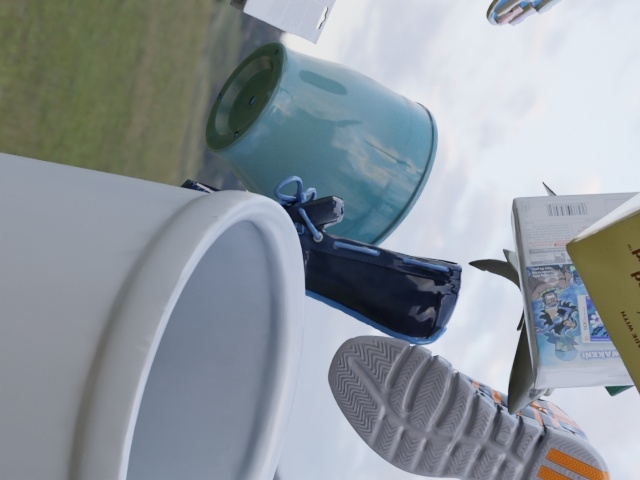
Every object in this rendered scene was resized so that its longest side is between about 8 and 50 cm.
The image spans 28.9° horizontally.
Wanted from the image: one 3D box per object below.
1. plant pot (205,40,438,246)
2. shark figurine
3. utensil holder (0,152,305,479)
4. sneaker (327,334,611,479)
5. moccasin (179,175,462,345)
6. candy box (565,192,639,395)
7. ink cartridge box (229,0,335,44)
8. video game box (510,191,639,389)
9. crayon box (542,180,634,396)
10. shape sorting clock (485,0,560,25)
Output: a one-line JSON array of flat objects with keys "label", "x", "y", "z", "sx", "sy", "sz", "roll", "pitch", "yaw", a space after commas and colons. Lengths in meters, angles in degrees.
[{"label": "plant pot", "x": -0.014, "y": -0.144, "z": 1.787, "sx": 0.271, "sy": 0.255, "sz": 0.272, "roll": -37, "pitch": -144, "yaw": 33}, {"label": "shark figurine", "x": 0.224, "y": 0.046, "z": 1.296, "sx": 0.166, "sy": 0.116, "sz": 0.278, "roll": -50, "pitch": -171, "yaw": 19}, {"label": "utensil holder", "x": -0.247, "y": 0.093, "z": 0.974, "sx": 0.327, "sy": 0.385, "sz": 0.328, "roll": 11, "pitch": 90, "yaw": -72}, {"label": "sneaker", "x": 0.160, "y": 0.202, "z": 1.360, "sx": 0.125, "sy": 0.321, "sz": 0.180, "roll": -61, "pitch": 173, "yaw": 5}, {"label": "moccasin", "x": 0.000, "y": 0.000, "z": 1.417, "sx": 0.138, "sy": 0.342, "sz": 0.117, "roll": -81, "pitch": -164, "yaw": -83}, {"label": "candy box", "x": 0.268, "y": 0.022, "z": 0.646, "sx": 0.087, "sy": 0.183, "sz": 0.316, "roll": -26, "pitch": 180, "yaw": 43}, {"label": "ink cartridge box", "x": -0.038, "y": -0.260, "z": 1.343, "sx": 0.029, "sy": 0.115, "sz": 0.063, "roll": 32, "pitch": -80, "yaw": 43}, {"label": "video game box", "x": 0.286, "y": 0.041, "z": 1.132, "sx": 0.048, "sy": 0.205, "sz": 0.187, "roll": 86, "pitch": 2, "yaw": -53}, {"label": "crayon box", "x": 0.426, "y": 0.077, "z": 2.070, "sx": 0.083, "sy": 0.323, "sz": 0.203, "roll": -27, "pitch": -166, "yaw": 5}, {"label": "shape sorting clock", "x": 0.284, "y": -0.310, "z": 1.443, "sx": 0.040, "sy": 0.206, "sz": 0.206, "roll": 64, "pitch": -19, "yaw": 8}]
